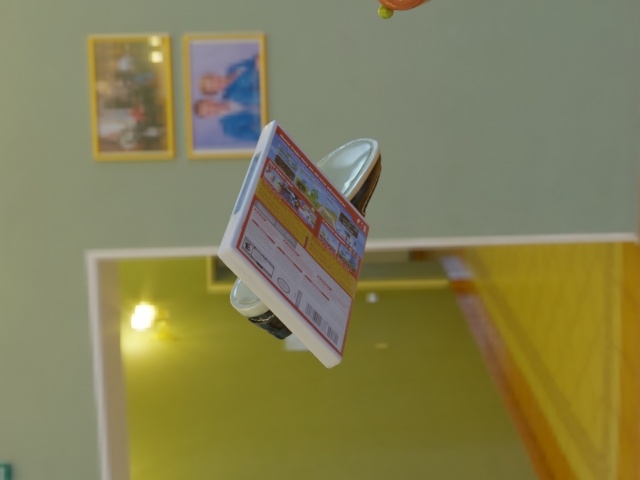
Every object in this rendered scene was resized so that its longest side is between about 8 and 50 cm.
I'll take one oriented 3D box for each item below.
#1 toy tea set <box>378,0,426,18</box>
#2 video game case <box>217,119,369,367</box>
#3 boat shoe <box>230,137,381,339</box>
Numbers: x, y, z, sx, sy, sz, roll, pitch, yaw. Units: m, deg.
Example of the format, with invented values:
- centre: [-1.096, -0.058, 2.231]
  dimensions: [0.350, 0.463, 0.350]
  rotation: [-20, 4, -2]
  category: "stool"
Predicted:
- centre: [0.159, -0.397, 1.439]
  dimensions: [0.200, 0.336, 0.124]
  rotation: [62, -160, -15]
  category: "toy tea set"
- centre: [-0.025, -0.002, 1.562]
  dimensions: [0.204, 0.025, 0.285]
  rotation: [47, -149, -22]
  category: "video game case"
- centre: [0.003, 0.001, 1.840]
  dimensions: [0.113, 0.127, 0.340]
  rotation: [52, -125, -33]
  category: "boat shoe"
